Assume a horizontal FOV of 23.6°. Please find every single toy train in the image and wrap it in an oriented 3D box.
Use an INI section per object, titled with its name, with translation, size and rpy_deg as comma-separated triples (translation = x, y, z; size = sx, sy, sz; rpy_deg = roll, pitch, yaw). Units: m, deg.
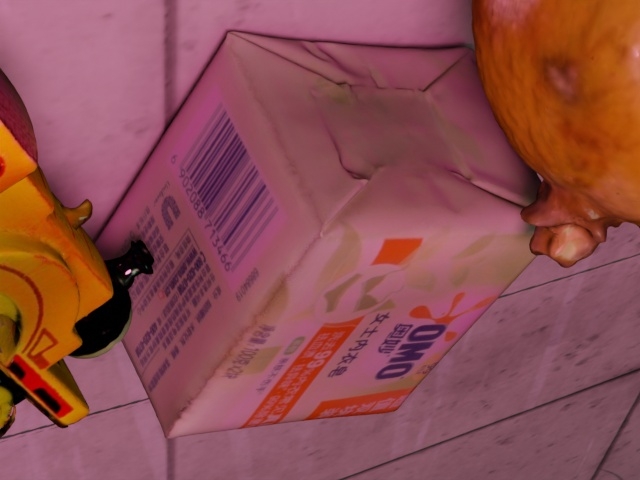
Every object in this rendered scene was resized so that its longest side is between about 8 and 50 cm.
[toy train]
translation = -0.180, 0.004, 0.734
size = 0.161, 0.100, 0.296
rpy_deg = -31, 149, -3

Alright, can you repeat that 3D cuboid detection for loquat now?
[loquat]
translation = 0.171, -0.095, 0.748
size = 0.213, 0.213, 0.246
rpy_deg = 16, 105, -52

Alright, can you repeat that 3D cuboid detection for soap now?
[soap]
translation = 0.000, 0.000, 0.860
size = 0.182, 0.138, 0.199
rpy_deg = -3, 143, -39
